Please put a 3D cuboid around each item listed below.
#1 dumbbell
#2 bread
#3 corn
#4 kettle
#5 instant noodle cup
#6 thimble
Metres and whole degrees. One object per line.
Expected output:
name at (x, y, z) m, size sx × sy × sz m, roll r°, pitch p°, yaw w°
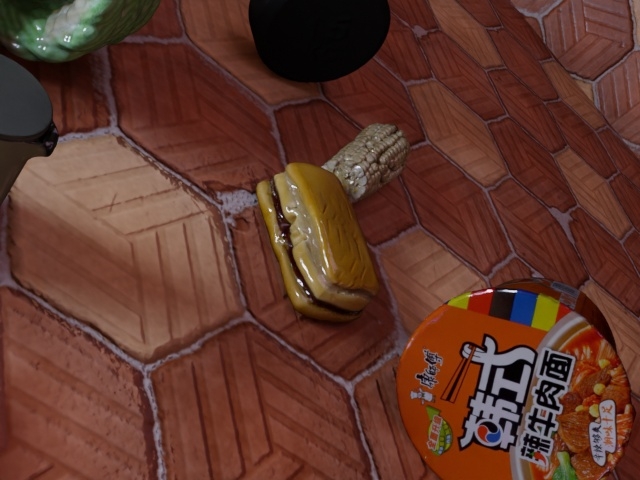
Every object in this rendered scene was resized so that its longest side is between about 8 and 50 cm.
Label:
dumbbell at (-0.027, -0.418, 1.211) m, size 0.204 × 0.204 × 0.322 m, roll 17°, pitch 45°, yaw -39°
bread at (0.000, 0.000, 0.946) m, size 0.116 × 0.077 × 0.200 m, roll 19°, pitch 43°, yaw -49°
corn at (0.062, -0.106, 1.109) m, size 0.087 × 0.087 × 0.211 m, roll 49°, pitch 32°, yaw 0°
kettle at (-0.288, -0.079, 0.619) m, size 0.098 × 0.148 × 0.127 m, roll -17°, pitch 70°, yaw -54°
instant noodle cup at (0.237, 0.155, 0.919) m, size 0.250 × 0.250 × 0.192 m, roll 54°, pitch 26°, yaw 7°
thimble at (-0.267, -0.299, 0.807) m, size 0.219 × 0.219 × 0.150 m, roll 45°, pitch 33°, yaw -6°
